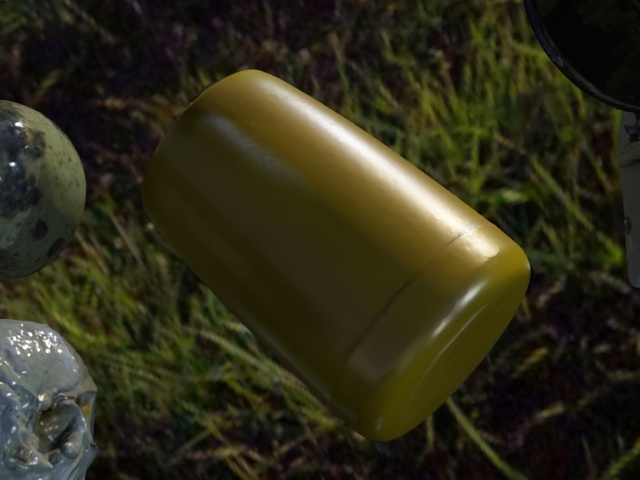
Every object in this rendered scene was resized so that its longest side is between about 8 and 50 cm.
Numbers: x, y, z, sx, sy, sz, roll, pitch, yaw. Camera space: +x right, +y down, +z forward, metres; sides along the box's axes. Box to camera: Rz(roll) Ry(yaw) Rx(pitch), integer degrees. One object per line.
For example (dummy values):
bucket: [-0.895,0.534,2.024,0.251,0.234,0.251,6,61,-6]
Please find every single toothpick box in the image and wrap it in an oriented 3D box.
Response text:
toothpick box: [0.000,0.000,1.070,0.271,0.175,0.175,40,71,18]

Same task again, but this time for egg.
egg: [-0.255,-0.041,1.160,0.141,0.181,0.141,3,71,-9]

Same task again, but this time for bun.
bun: [-0.188,0.116,0.926,0.083,0.141,0.141,-9,46,34]

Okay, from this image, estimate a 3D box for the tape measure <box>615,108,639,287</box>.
tape measure: [0.282,-0.072,1.096,0.107,0.182,0.181,0,61,-8]

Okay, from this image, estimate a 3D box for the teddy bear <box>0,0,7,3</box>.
teddy bear: [-0.237,-0.274,1.025,0.156,0.267,0.256,-27,17,10]

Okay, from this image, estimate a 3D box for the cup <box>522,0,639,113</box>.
cup: [0.209,-0.193,0.923,0.169,0.223,0.176,-52,6,-33]
